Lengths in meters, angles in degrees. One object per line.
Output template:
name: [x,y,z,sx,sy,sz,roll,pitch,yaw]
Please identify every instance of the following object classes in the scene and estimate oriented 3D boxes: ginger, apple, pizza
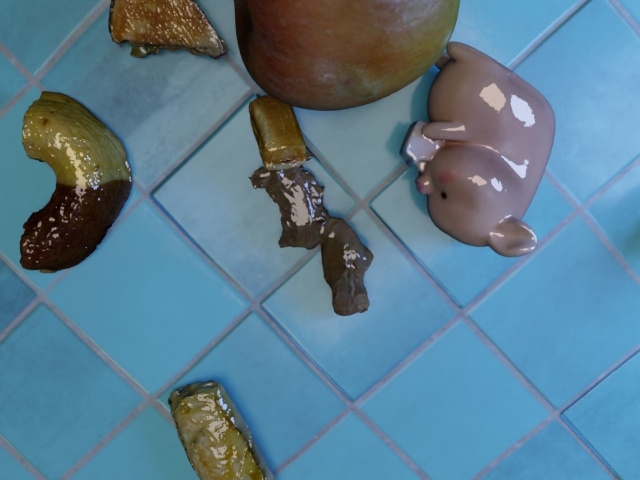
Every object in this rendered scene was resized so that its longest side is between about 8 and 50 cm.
ginger: [-0.001,-0.002,0.981,0.122,0.084,0.290,-32,99,-1]
apple: [0.036,-0.340,0.807,0.304,0.338,0.339,-11,100,-13]
pizza: [-0.218,-0.337,0.929,0.195,0.052,0.185,34,121,-3]

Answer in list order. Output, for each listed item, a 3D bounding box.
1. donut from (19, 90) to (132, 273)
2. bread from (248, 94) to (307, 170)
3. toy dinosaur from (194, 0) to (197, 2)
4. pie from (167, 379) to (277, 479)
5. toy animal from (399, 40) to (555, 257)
donut: [-0.384,-0.076,0.959,0.151,0.112,0.295,6,101,2]
bread: [-0.065,-0.167,0.941,0.074,0.053,0.132,-16,58,-7]
toy dinosaur: [-0.234,-0.447,0.927,0.082,0.039,0.209,-23,101,4]
pie: [-0.162,0.374,1.061,0.128,0.068,0.283,-23,103,5]
toy animal: [0.226,-0.126,0.899,0.212,0.195,0.256,20,97,-9]
